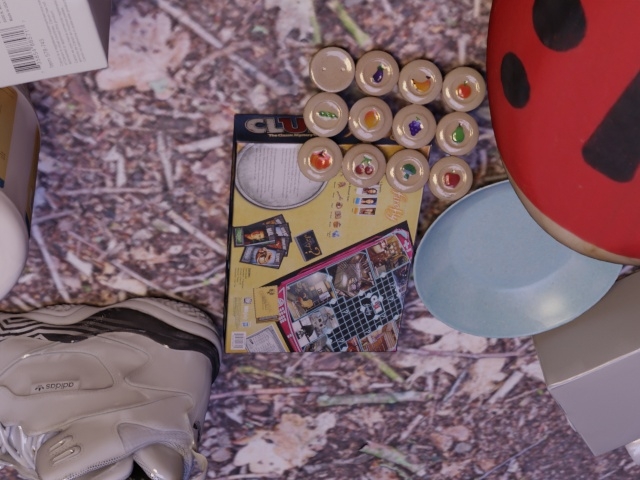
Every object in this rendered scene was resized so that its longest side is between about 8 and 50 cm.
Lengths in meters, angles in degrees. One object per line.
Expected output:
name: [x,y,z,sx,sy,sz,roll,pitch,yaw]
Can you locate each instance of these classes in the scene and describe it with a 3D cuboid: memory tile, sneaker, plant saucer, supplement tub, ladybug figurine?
memory tile: [0.058,-0.095,1.106,0.148,0.012,0.113,8,97,-8]
sneaker: [-0.267,0.170,1.205,0.366,0.210,0.137,-8,131,0]
plant saucer: [0.178,0.008,1.234,0.195,0.037,0.195,-3,131,-3]
supplement tub: [-0.286,-0.052,1.019,0.144,0.199,0.144,-3,130,-4]
ladybug figurine: [0.250,-0.131,0.952,0.305,0.162,0.449,31,145,14]

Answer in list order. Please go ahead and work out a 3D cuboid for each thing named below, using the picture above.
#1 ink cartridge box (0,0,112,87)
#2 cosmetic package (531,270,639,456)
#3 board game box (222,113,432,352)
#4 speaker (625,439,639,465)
ink cartridge box: [-0.247,-0.189,0.953,0.176,0.127,0.128,-10,131,2]
cosmetic package: [0.333,0.096,1.288,0.238,0.107,0.127,-23,130,16]
board game box: [0.000,0.000,1.202,0.165,0.042,0.243,1,130,-7]
speaker: [0.374,0.180,1.394,0.136,0.055,0.055,-28,128,16]
